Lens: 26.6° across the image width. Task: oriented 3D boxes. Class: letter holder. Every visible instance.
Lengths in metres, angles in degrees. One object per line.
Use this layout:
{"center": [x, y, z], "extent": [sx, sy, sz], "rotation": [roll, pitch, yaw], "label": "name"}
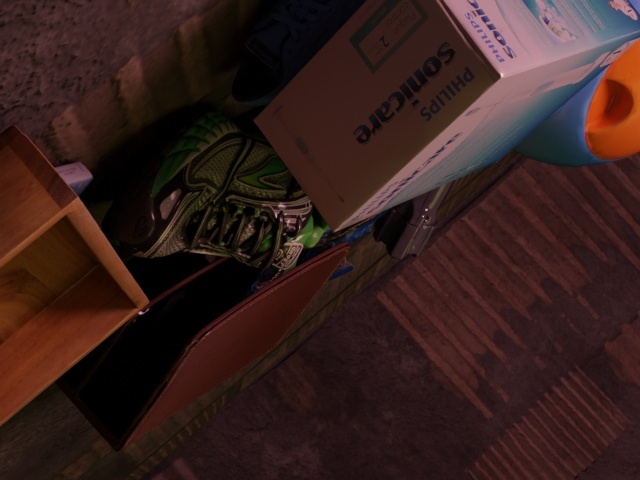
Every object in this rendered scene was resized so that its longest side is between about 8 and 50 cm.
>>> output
{"center": [-0.133, 0.060, 1.498], "extent": [0.302, 0.152, 0.214], "rotation": [-31, 164, -51], "label": "letter holder"}

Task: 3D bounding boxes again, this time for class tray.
{"center": [-0.254, 0.053, 1.046], "extent": [0.203, 0.076, 0.411], "rotation": [-40, 172, -8], "label": "tray"}

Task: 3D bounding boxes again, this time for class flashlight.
{"center": [0.166, -0.124, 1.833], "extent": [0.103, 0.103, 0.304], "rotation": [-5, 131, -45], "label": "flashlight"}

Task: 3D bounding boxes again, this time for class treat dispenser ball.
{"center": [0.274, -0.223, 1.438], "extent": [0.288, 0.288, 0.288], "rotation": [-41, 171, -8], "label": "treat dispenser ball"}

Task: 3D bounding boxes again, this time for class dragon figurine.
{"center": [0.000, 0.000, 1.762], "extent": [0.289, 0.085, 0.144], "rotation": [-17, -156, 29], "label": "dragon figurine"}

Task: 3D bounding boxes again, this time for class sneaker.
{"center": [-0.076, -0.039, 1.278], "extent": [0.134, 0.146, 0.343], "rotation": [-46, 169, 26], "label": "sneaker"}
{"center": [-0.009, -0.183, 1.125], "extent": [0.082, 0.069, 0.209], "rotation": [-28, 164, -44], "label": "sneaker"}

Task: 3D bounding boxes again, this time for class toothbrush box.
{"center": [0.120, -0.145, 1.177], "extent": [0.216, 0.126, 0.295], "rotation": [-43, 169, 38], "label": "toothbrush box"}

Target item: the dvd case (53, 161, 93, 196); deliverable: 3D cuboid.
{"center": [-0.296, 0.022, 1.024], "extent": [0.180, 0.022, 0.253], "rotation": [-45, 171, 25], "label": "dvd case"}
